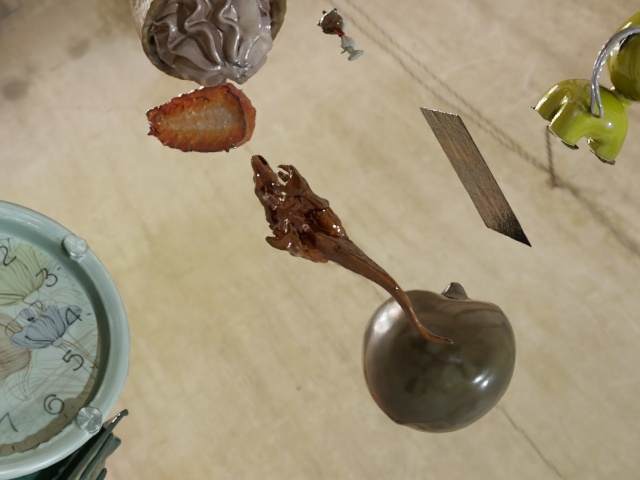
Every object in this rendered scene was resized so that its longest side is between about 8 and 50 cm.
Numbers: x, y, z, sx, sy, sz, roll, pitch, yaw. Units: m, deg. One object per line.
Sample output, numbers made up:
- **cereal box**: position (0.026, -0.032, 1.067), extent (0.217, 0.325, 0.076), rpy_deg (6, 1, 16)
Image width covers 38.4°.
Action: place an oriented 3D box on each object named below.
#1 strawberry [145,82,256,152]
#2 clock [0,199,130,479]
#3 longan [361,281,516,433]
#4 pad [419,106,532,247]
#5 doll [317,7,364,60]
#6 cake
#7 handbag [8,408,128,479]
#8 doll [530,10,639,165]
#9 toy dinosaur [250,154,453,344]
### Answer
- **strawberry**: position (-0.194, -0.209, 1.536), extent (0.082, 0.188, 0.121), rpy_deg (-52, 138, -61)
- **clock**: position (-0.269, 0.078, 0.726), extent (0.236, 0.236, 0.053), rpy_deg (55, -40, 8)
- **longan**: position (0.207, 0.206, 1.643), extent (0.300, 0.300, 0.243), rpy_deg (47, -13, 47)
- **pad**: position (0.208, -0.087, 1.243), extent (0.211, 0.003, 0.143), rpy_deg (57, -6, -19)
- **doll**: position (0.031, -0.318, 1.428), extent (0.058, 0.040, 0.085), rpy_deg (13, 50, -53)
- **cake**: position (-0.125, -0.278, 1.137), extent (0.185, 0.208, 0.178), rpy_deg (29, 20, -54)
- **handbag**: position (-0.336, 0.345, 1.080), extent (0.089, 0.238, 0.326), rpy_deg (27, -52, 5)
- **doll**: position (0.355, -0.197, 1.037), extent (0.135, 0.221, 0.143), rpy_deg (21, 32, -30)
- **toy dinosaur**: position (0.000, 0.000, 1.320), extent (0.432, 0.097, 0.208), rpy_deg (48, 4, 26)
